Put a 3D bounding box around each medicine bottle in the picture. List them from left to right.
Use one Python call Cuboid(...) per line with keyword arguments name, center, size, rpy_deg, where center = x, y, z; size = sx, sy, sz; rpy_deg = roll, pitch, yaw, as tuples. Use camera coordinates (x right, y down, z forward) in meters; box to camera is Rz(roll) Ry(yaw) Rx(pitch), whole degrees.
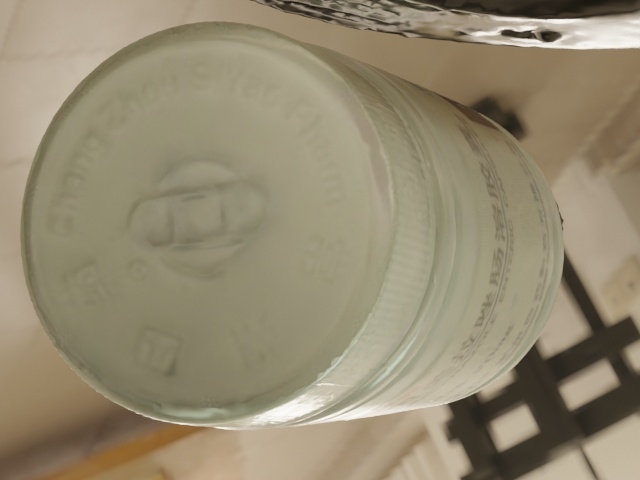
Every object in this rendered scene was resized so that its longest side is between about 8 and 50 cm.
Cuboid(name="medicine bottle", center=(0.000, 0.000, 0.954), size=(0.190, 0.190, 0.332), rpy_deg=(-33, 167, 16))

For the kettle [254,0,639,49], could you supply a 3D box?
Cuboid(name="kettle", center=(0.047, -0.213, 0.536), size=(0.207, 0.290, 0.268), rpy_deg=(9, 170, -30))
